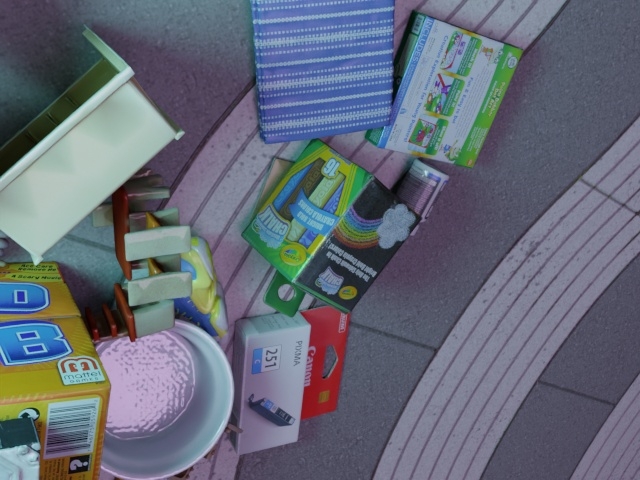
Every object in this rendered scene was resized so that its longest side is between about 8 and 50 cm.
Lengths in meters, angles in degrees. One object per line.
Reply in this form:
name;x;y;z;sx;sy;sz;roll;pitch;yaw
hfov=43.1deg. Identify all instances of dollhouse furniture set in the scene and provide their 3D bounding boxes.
dollhouse furniture set;-0.227;0.404;1.548;0.151;0.123;0.144;-60;152;-13
dollhouse furniture set;-0.299;0.025;1.235;0.135;0.262;0.259;-10;122;-23

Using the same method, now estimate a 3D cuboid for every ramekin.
ramekin;-0.300;0.257;1.398;0.277;0.135;0.277;-3;97;-25

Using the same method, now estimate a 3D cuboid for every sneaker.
sneaker;-0.238;0.098;1.441;0.126;0.091;0.240;-12;124;-3

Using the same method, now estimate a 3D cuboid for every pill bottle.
pill bottle;0.186;-0.083;1.581;0.078;0.078;0.137;18;106;-37

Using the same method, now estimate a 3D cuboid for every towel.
towel;0.005;-0.328;1.333;0.243;0.040;0.335;-10;124;-14

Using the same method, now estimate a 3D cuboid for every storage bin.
storage bin;-0.354;-0.142;1.102;0.262;0.260;0.123;-43;129;-3

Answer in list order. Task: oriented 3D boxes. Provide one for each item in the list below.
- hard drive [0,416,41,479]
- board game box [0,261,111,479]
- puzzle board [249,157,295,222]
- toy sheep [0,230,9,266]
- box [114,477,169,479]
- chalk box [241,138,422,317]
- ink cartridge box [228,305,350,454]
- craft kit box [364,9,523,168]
hard drive;-0.512;0.340;0.952;0.339;0.064;0.236;-2;118;-31
board game box;-0.538;0.270;1.167;0.356;0.356;0.356;-1;117;-31
puzzle board;-0.067;-0.083;1.472;0.096;0.011;0.128;11;111;-36
toy sheep;-0.505;-0.002;1.205;0.091;0.091;0.132;22;79;-38
box;-0.349;0.493;1.625;0.136;0.028;0.081;7;112;-32
chalk box;0.000;0.000;1.440;0.289;0.179;0.180;-52;137;3
ink cartridge box;-0.052;0.279;1.657;0.261;0.066;0.296;-8;121;-26
craft kit box;0.232;-0.275;1.514;0.247;0.061;0.249;10;111;-32
